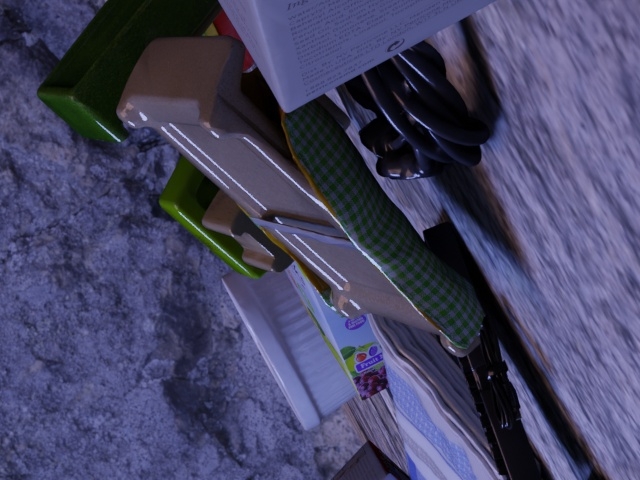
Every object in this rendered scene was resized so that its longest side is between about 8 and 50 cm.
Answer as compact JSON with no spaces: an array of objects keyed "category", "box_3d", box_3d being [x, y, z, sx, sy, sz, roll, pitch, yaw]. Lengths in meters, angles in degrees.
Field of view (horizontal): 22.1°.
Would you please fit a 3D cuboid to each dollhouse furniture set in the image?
[{"category":"dollhouse furniture set","box_3d":[-0.006,-0.073,0.911,0.197,0.151,0.301,42,169,-23]}]

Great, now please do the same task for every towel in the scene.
[{"category":"towel","box_3d":[0.108,0.181,1.224,0.209,0.034,0.285,51,165,34]}]

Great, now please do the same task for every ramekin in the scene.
[{"category":"ramekin","box_3d":[-0.020,0.107,1.906,0.207,0.109,0.207,60,176,8]}]

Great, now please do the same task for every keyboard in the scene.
[{"category":"keyboard","box_3d":[0.092,0.079,0.930,0.108,0.023,0.180,92,159,-80]}]

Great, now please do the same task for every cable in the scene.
[{"category":"cable","box_3d":[0.024,-0.097,0.730,0.184,0.047,0.150,-130,17,-87]}]

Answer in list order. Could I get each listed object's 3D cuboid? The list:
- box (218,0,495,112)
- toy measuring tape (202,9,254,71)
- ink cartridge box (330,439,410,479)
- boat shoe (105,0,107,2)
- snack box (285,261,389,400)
[{"category":"box","box_3d":[-0.011,-0.141,0.510,0.130,0.091,0.170,60,175,17]},{"category":"toy measuring tape","box_3d":[-0.140,-0.208,1.358,0.330,0.121,0.121,65,174,-23]},{"category":"ink cartridge box","box_3d":[0.108,0.335,1.523,0.272,0.130,0.309,44,178,-1]},{"category":"boat shoe","box_3d":[-0.193,-0.307,1.420,0.302,0.094,0.109,64,175,-14]},{"category":"snack box","box_3d":[0.000,0.000,1.326,0.174,0.070,0.207,57,172,47]}]
